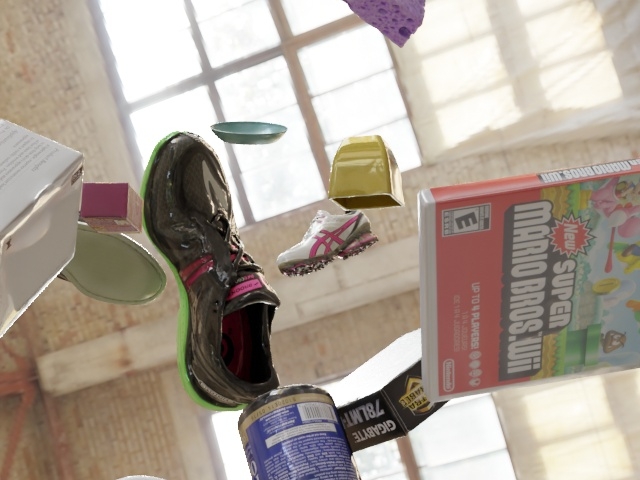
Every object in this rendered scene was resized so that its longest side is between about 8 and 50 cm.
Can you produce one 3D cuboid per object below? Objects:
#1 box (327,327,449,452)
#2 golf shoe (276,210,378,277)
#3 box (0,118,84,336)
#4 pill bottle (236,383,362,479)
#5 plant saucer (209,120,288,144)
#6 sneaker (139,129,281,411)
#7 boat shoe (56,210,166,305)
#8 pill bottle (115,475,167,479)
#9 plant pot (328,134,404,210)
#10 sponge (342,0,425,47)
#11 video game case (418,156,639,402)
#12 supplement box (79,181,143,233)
[{"bbox_3d":[0.113,0.185,1.380,0.296,0.293,0.073,-30,-93,-37],"label":"box"},{"bbox_3d":[0.000,0.000,1.616,0.186,0.067,0.086,-22,-100,-37],"label":"golf shoe"},{"bbox_3d":[-0.381,-0.014,1.224,0.181,0.119,0.181,-58,-11,-48],"label":"box"},{"bbox_3d":[-0.012,0.284,1.181,0.123,0.123,0.219,50,-164,-53],"label":"pill bottle"},{"bbox_3d":[-0.108,-0.162,1.568,0.119,0.119,0.021,-54,-33,-71],"label":"plant saucer"},{"bbox_3d":[-0.158,0.048,1.713,0.185,0.202,0.482,-23,-76,-44],"label":"sneaker"},{"bbox_3d":[-0.415,0.005,1.713,0.340,0.127,0.113,19,-162,-28],"label":"boat shoe"},{"bbox_3d":[-0.152,0.267,0.745,0.108,0.193,0.108,22,-146,-16],"label":"pill bottle"},{"bbox_3d":[0.058,-0.088,1.312,0.081,0.082,0.083,30,-122,-70],"label":"plant pot"},{"bbox_3d":[-0.005,-0.245,0.799,0.210,0.031,0.117,31,-139,-19],"label":"sponge"},{"bbox_3d":[0.219,0.028,0.814,0.025,0.285,0.204,-105,8,-53],"label":"video game case"},{"bbox_3d":[-0.237,-0.036,1.182,0.083,0.055,0.043,84,-173,-79],"label":"supplement box"}]
